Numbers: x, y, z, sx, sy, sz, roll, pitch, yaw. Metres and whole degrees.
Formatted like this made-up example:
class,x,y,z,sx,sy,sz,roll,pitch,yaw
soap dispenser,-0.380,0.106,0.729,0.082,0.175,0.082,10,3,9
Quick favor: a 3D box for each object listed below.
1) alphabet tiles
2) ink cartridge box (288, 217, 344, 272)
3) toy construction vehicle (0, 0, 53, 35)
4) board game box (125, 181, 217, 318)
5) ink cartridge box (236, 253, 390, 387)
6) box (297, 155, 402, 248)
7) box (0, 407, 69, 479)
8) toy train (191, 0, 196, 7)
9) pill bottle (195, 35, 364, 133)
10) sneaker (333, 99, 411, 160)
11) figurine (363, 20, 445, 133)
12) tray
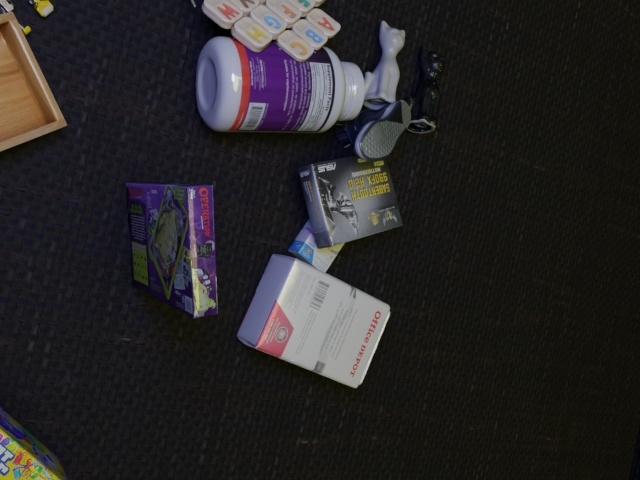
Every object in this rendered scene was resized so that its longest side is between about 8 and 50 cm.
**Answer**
class,x,y,z,sx,sy,sz,roll,pitch,yaw
alphabet tiles,-0.102,-0.475,1.294,0.278,0.021,0.284,39,50,-1
ink cartridge box,0.000,0.000,1.486,0.088,0.052,0.122,40,74,-28
toy construction vehicle,-0.527,-0.421,1.147,0.098,0.035,0.086,47,61,-28
board game box,-0.270,0.002,1.157,0.056,0.346,0.208,-10,101,-30
ink cartridge box,-0.011,0.181,1.460,0.283,0.117,0.207,28,81,-29
box,0.071,-0.095,1.471,0.231,0.056,0.183,-15,91,-40
box,-0.631,0.406,1.089,0.279,0.177,0.290,-46,115,-19
toy train,-0.337,-0.537,1.208,0.143,0.105,0.248,-23,107,-16
pill bottle,-0.078,-0.309,1.332,0.322,0.181,0.182,-5,98,-30
sneaker,0.085,-0.226,1.436,0.226,0.163,0.086,-47,122,-47
figurine,0.201,-0.390,1.551,0.214,0.092,0.210,21,77,-30
tray,-0.639,-0.200,1.032,0.411,0.076,0.203,-34,112,-36
